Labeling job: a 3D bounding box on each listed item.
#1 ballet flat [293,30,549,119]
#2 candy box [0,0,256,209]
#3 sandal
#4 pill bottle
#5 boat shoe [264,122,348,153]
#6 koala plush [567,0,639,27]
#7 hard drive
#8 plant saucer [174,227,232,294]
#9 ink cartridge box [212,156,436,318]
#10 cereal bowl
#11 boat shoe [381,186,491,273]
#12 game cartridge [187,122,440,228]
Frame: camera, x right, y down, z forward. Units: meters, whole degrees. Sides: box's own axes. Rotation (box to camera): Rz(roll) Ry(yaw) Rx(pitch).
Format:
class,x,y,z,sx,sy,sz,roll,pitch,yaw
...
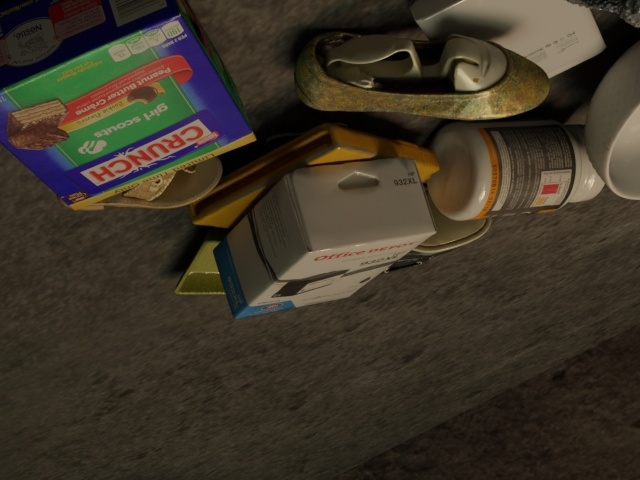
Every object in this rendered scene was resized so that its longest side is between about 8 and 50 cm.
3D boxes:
class,x,y,z,sx,sy,sz,roll,pitch,yaw
ballet flat,0.139,-0.227,1.629,0.349,0.123,0.123,1,155,-1
candy box,-0.255,-0.184,1.484,0.268,0.122,0.317,-22,157,5
sandal,-0.252,-0.094,1.721,0.240,0.088,0.079,-9,160,-12
pill bottle,0.325,-0.120,2.011,0.278,0.162,0.162,-5,152,-29
boat shoe,-0.017,-0.145,1.849,0.133,0.042,0.049,-14,153,-15
koala plush,0.287,-0.352,1.389,0.203,0.196,0.221,15,-168,38
hard drive,0.272,-0.302,1.730,0.210,0.040,0.319,-26,156,15
plant saucer,-0.141,0.031,2.102,0.188,0.045,0.188,1,149,-25
ink cartridge box,0.000,0.000,1.870,0.223,0.129,0.307,-9,163,-28
cereal bowl,0.552,-0.230,1.931,0.339,0.141,0.339,-23,146,-16
boat shoe,0.129,-0.003,2.158,0.340,0.127,0.113,-15,157,-5
game cartridge,-0.002,-0.088,1.906,0.285,0.052,0.324,-25,165,29
